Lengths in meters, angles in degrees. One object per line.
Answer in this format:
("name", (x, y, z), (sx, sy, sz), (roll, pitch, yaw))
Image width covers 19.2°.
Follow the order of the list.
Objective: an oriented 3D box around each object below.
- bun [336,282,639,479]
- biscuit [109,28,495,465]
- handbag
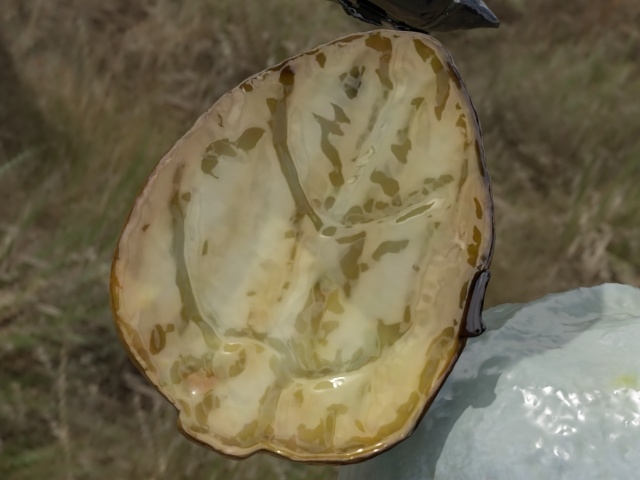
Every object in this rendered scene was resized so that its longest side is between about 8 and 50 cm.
("bun", (0.182, 0.154, 1.190), (0.362, 0.362, 0.211), (12, 58, -16))
("biscuit", (0.000, 0.001, 1.045), (0.203, 0.260, 0.041), (27, -7, 2))
("handbag", (0.014, -0.239, 1.576), (0.211, 0.088, 0.254), (26, 2, -27))
